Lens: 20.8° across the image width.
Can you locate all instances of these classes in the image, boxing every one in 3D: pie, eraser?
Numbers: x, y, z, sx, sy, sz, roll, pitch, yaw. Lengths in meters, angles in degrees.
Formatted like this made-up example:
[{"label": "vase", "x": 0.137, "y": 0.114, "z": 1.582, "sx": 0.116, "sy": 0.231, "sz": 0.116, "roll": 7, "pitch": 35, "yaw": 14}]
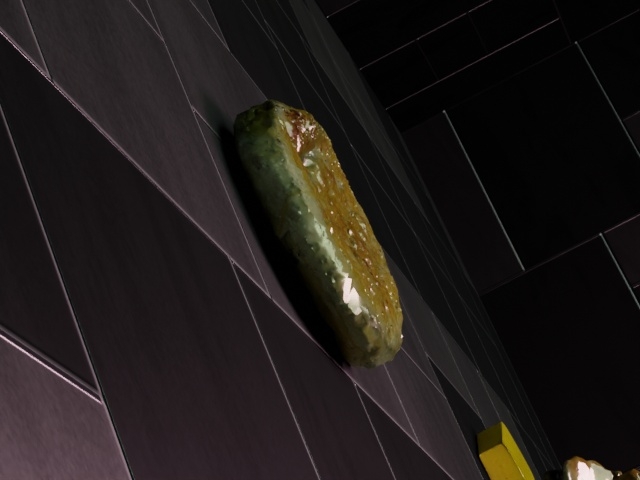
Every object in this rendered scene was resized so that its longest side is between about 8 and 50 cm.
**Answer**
[{"label": "pie", "x": 0.000, "y": 0.000, "z": 1.635, "sx": 0.277, "sy": 0.079, "sz": 0.277, "roll": 60, "pitch": 13, "yaw": -23}, {"label": "eraser", "x": 0.253, "y": 0.310, "z": 2.381, "sx": 0.097, "sy": 0.045, "sz": 0.122, "roll": 62, "pitch": 8, "yaw": -5}]

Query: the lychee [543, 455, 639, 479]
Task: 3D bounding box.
[{"label": "lychee", "x": 0.272, "y": 0.363, "z": 1.472, "sx": 0.270, "sy": 0.270, "sz": 0.320, "roll": 51, "pitch": 45, "yaw": -58}]
